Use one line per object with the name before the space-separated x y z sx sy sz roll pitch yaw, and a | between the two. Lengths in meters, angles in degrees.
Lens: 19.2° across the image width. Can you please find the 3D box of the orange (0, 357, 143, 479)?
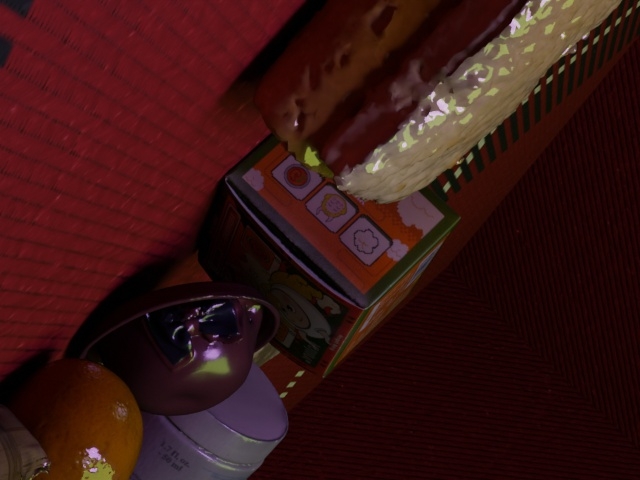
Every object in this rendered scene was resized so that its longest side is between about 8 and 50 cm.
orange | -0.222 0.178 1.626 0.156 0.124 0.156 -47 -169 12

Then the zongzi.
zongzi | -0.317 0.210 1.465 0.197 0.099 0.194 -41 173 2

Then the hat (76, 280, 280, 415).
hat | -0.126 0.109 1.737 0.205 0.089 0.205 -13 159 -5

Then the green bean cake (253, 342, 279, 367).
green bean cake | -0.083 0.097 2.195 0.109 0.085 0.179 -52 172 31

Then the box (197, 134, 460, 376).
box | 0.000 0.000 1.772 0.148 0.177 0.195 -44 173 -23

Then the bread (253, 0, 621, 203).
bread | 0.128 -0.195 1.498 0.375 0.165 0.236 -47 168 10

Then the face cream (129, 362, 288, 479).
face cream | -0.147 0.198 2.014 0.153 0.177 0.177 -47 173 19
